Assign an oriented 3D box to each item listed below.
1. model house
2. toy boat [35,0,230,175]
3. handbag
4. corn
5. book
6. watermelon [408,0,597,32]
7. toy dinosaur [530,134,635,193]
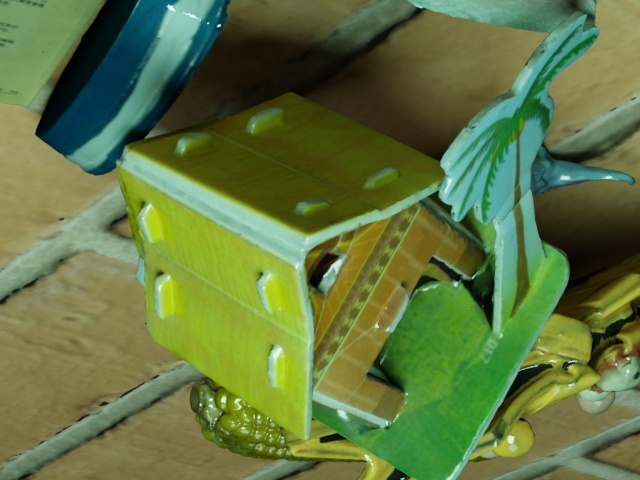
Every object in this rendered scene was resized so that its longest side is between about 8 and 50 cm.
[{"bbox_3d":[-0.001,-0.052,1.207,0.300,0.340,0.323,29,179,27],"label":"model house"},{"bbox_3d":[-0.144,-0.122,1.269,0.062,0.096,0.299,19,150,-18],"label":"toy boat"},{"bbox_3d":[0.186,0.113,1.510,0.401,0.133,0.283,-23,171,-40],"label":"handbag"},{"bbox_3d":[0.039,0.172,1.804,0.363,0.120,0.120,5,150,-26],"label":"corn"},{"bbox_3d":[-0.238,-0.176,1.222,0.161,0.026,0.231,11,148,-28],"label":"book"},{"bbox_3d":[0.112,-0.242,1.116,0.154,0.094,0.241,4,150,5],"label":"watermelon"},{"bbox_3d":[0.172,-0.062,1.475,0.197,0.045,0.080,4,164,-1],"label":"toy dinosaur"}]
